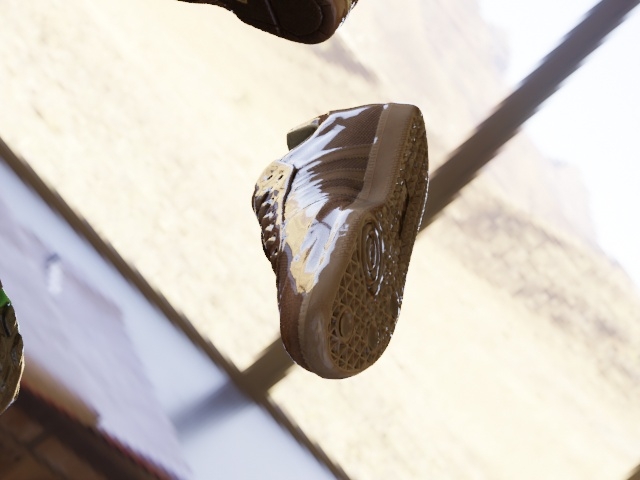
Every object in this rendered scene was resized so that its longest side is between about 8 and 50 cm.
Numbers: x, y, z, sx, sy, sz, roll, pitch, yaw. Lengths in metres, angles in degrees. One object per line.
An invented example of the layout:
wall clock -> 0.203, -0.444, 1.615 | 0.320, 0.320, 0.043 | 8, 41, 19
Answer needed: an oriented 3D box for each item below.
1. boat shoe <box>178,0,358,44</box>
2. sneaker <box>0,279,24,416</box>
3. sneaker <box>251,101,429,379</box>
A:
boat shoe -> -0.083, -0.232, 1.198 | 0.257, 0.095, 0.095 | 28, -39, 9
sneaker -> -0.328, 0.006, 0.938 | 0.343, 0.134, 0.146 | 31, -17, -2
sneaker -> 0.000, 0.000, 0.701 | 0.188, 0.071, 0.066 | -64, 147, -57
